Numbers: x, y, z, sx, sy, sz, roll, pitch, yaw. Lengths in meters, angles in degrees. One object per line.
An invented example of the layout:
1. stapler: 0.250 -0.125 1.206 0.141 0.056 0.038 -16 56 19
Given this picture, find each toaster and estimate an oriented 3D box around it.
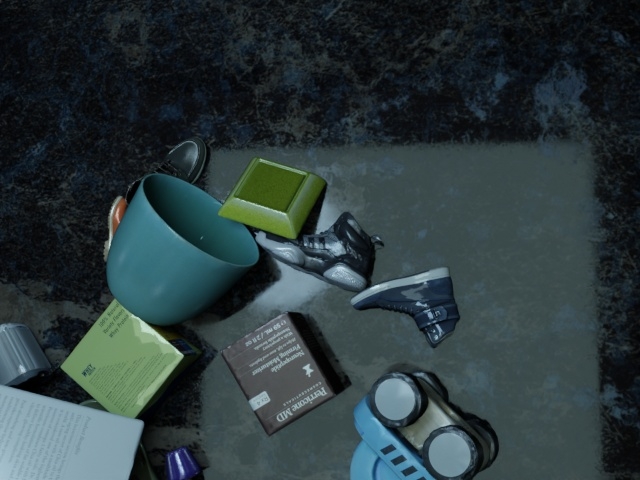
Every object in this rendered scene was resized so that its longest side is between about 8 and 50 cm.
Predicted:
1. toaster: -0.718 0.286 1.706 0.227 0.129 0.146 -33 78 6

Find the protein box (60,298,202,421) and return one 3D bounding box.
1. protein box: -0.414 0.264 1.661 0.201 0.136 0.199 38 90 10

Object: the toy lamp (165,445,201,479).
1. toy lamp: -0.268 0.586 1.635 0.080 0.080 0.274 -22 83 5

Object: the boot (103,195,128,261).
1. boot: -0.449 -0.024 1.745 0.085 0.059 0.157 6 92 6

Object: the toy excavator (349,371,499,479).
1. toy excavator: 0.174 0.540 1.493 0.433 0.222 0.445 44 100 23

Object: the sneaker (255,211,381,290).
1. sneaker: 0.000 0.000 1.660 0.269 0.101 0.153 23 79 13

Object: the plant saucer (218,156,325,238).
1. plant saucer: -0.106 -0.109 1.658 0.188 0.045 0.188 18 53 12

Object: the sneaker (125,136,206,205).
1. sneaker: -0.346 -0.149 1.710 0.083 0.118 0.222 36 89 11

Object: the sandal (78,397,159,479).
1. sandal: -0.446 0.480 1.665 0.120 0.086 0.302 -35 80 2

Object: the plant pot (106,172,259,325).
1. plant pot: -0.316 0.040 1.609 0.293 0.293 0.235 42 108 10

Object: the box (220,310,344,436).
1. box: -0.076 0.276 1.596 0.168 0.167 0.203 -32 80 3

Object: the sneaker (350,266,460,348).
1. sneaker: 0.187 0.161 1.615 0.226 0.086 0.163 -15 79 5

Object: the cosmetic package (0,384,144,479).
1. cosmetic package: -0.606 0.428 1.477 0.453 0.161 0.230 18 52 -10
